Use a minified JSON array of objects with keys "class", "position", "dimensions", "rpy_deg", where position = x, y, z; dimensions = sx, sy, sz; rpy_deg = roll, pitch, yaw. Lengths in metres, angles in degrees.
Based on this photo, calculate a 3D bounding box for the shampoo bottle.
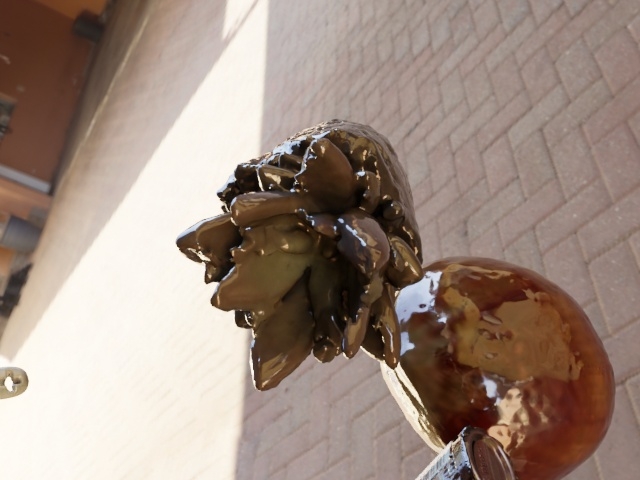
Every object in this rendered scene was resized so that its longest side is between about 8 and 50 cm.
[{"class":"shampoo bottle","position":[0.110,0.373,0.874],"dimensions":[0.323,0.084,0.129],"rpy_deg":[-55,15,22]}]

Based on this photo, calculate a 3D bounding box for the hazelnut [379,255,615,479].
[{"class":"hazelnut","position":[0.282,0.216,1.211],"dimensions":[0.352,0.421,0.421],"rpy_deg":[-32,39,26]}]

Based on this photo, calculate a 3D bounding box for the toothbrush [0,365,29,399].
[{"class":"toothbrush","position":[-0.441,0.143,0.583],"dimensions":[0.040,0.386,0.040],"rpy_deg":[2,93,52]}]

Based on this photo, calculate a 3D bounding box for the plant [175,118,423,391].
[{"class":"plant","position":[0.000,0.000,0.663],"dimensions":[0.181,0.194,0.321],"rpy_deg":[-24,14,20]}]
